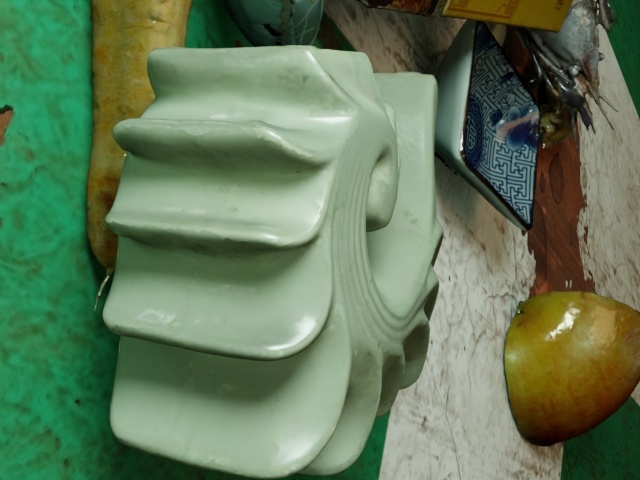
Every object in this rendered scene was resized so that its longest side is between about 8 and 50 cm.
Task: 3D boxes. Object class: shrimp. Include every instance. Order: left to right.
[{"bbox_3d":[0.358,-0.220,1.302,0.254,0.059,0.145,-22,105,-57],"label":"shrimp"},{"bbox_3d":[0.336,-0.299,1.189,0.116,0.145,0.343,-28,103,-17],"label":"shrimp"}]

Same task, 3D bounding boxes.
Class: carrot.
[{"bbox_3d":[-0.121,-0.103,0.533,0.078,0.078,0.298,9,87,-58],"label":"carrot"}]

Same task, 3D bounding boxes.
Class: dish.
[{"bbox_3d":[0.190,-0.130,1.007,0.243,0.080,0.182,33,62,-54],"label":"dish"}]

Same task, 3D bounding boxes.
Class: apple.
[{"bbox_3d":[0.396,0.191,1.285,0.346,0.254,0.179,32,21,-53],"label":"apple"}]

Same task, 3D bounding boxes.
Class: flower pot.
[{"bbox_3d":[0.000,0.000,0.594,0.367,0.164,0.254,-18,111,-68],"label":"flower pot"}]

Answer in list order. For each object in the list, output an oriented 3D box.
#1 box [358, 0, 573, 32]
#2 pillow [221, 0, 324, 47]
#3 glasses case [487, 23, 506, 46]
[{"bbox_3d":[0.161,-0.350,0.806,0.415,0.116,0.264,-12,130,-52],"label":"box"},{"bbox_3d":[-0.046,-0.239,0.568,0.214,0.086,0.233,-110,-170,-73],"label":"pillow"},{"bbox_3d":[0.239,-0.281,1.147,0.083,0.021,0.032,-62,138,-38],"label":"glasses case"}]
